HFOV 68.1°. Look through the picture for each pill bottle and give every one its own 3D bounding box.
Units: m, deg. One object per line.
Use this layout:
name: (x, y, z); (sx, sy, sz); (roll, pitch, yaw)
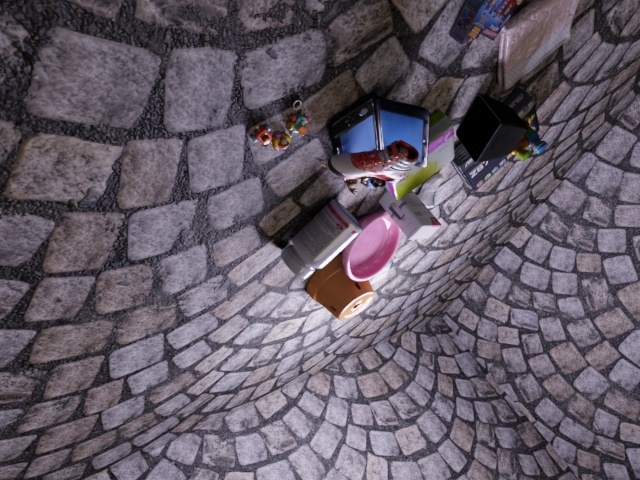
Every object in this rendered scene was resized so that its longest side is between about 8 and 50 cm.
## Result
pill bottle: (0.000, 0.000, 1.723); (0.283, 0.160, 0.160); (-43, 152, 11)

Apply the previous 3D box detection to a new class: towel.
towel: (0.756, -0.721, 1.637); (0.332, 0.053, 0.317); (-38, 153, -1)

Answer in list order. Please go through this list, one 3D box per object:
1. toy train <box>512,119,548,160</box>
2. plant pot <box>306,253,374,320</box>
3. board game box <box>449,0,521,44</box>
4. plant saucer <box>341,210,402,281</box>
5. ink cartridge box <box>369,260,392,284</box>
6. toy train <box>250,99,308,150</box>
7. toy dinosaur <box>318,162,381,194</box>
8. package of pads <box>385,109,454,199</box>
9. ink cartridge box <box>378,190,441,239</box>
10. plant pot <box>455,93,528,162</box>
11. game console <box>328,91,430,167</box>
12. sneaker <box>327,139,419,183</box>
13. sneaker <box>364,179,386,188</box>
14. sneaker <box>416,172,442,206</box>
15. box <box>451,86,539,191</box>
toy train: (0.775, -0.369, 1.902); (0.248, 0.143, 0.105); (-30, 149, -14)
plant pot: (0.108, 0.226, 2.158); (0.291, 0.203, 0.291); (-29, 152, -17)
board game box: (0.476, -0.662, 1.382); (0.194, 0.060, 0.194); (-6, 140, -46)
plant saucer: (0.208, 0.015, 2.010); (0.332, 0.084, 0.332); (-27, 135, -31)
ink cartridge box: (0.292, 0.156, 2.423); (0.104, 0.060, 0.180); (-26, 151, -23)
toy train: (-0.099, -0.295, 1.273); (0.166, 0.046, 0.125); (-37, 153, -1)
toy dinosaur: (0.096, -0.215, 1.555); (0.212, 0.064, 0.112); (10, 143, 1)
package of pads: (0.359, -0.304, 1.749); (0.297, 0.101, 0.229); (-37, 153, -1)
ink cartridge box: (0.361, -0.112, 1.919); (0.159, 0.218, 0.092); (-3, 142, -48)
plant pot: (0.656, -0.418, 1.785); (0.167, 0.187, 0.188); (-2, 139, -20)
game console: (0.187, -0.294, 1.480); (0.250, 0.173, 0.293); (-34, 152, -7)
sneaker: (0.166, -0.252, 1.436); (0.270, 0.090, 0.145); (5, 151, -23)
sneaker: (0.202, -0.212, 1.719); (0.058, 0.084, 0.152); (-35, 153, -5)
sneaker: (0.476, -0.192, 2.070); (0.080, 0.094, 0.212); (0, 134, -48)
box: (0.753, -0.422, 2.046); (0.395, 0.097, 0.318); (-44, 148, 11)
